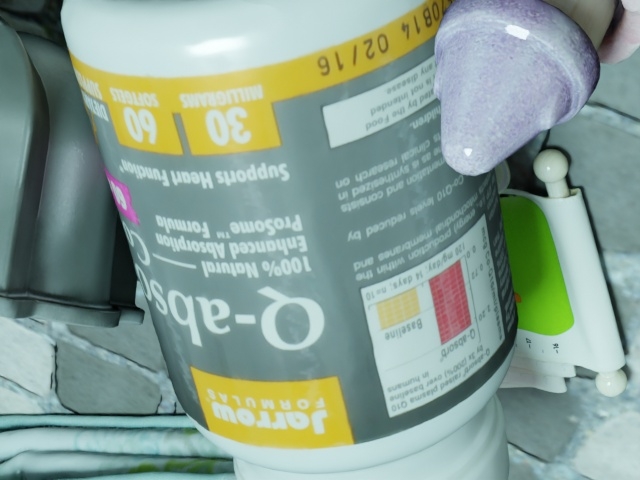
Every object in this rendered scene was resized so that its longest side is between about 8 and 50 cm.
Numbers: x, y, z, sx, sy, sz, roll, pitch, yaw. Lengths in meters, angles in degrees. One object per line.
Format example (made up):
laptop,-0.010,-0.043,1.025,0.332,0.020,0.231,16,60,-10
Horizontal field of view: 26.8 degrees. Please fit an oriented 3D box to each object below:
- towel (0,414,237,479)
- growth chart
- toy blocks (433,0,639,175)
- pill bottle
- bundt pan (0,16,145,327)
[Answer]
towel,-0.107,0.264,0.976,0.374,0.090,0.320,-5,125,34
growth chart,0.047,0.028,0.716,0.237,0.021,0.172,-10,122,36
toy blocks,0.169,-0.086,0.311,0.288,0.260,0.309,24,153,10
pill bottle,0.000,0.000,0.591,0.162,0.162,0.278,3,122,28
bundt pan,-0.229,-0.057,0.631,0.331,0.124,0.331,15,179,0
